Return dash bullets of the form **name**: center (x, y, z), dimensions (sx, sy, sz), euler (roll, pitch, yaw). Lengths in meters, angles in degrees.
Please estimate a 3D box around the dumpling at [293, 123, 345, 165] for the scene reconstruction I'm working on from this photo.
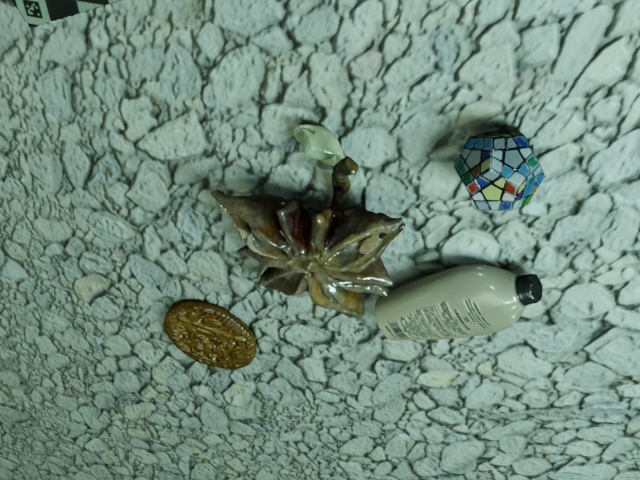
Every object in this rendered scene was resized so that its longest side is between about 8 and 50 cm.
- **dumpling**: center (-0.005, -0.129, 1.086), dimensions (0.077, 0.043, 0.059), euler (13, 156, -12)

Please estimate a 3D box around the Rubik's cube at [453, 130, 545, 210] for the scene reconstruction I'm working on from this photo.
- **Rubik's cube**: center (0.222, -0.087, 0.986), dimensions (0.111, 0.111, 0.093), euler (26, 162, -2)

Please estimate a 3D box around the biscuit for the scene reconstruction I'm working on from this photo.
- **biscuit**: center (-0.210, 0.182, 1.500), dimensions (0.188, 0.027, 0.187), euler (13, 138, 12)

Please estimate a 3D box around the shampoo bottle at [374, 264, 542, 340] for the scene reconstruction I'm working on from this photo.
- **shampoo bottle**: center (0.206, 0.094, 1.187), dimensions (0.257, 0.078, 0.127), euler (-14, 121, 37)

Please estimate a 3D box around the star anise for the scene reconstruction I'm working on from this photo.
- **star anise**: center (-0.002, 0.001, 1.168), dimensions (0.293, 0.108, 0.349), euler (-3, 140, 20)

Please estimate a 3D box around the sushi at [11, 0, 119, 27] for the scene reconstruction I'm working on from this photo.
- **sushi**: center (-0.341, -0.387, 0.966), dimensions (0.290, 0.050, 0.264), euler (-8, 129, 29)
